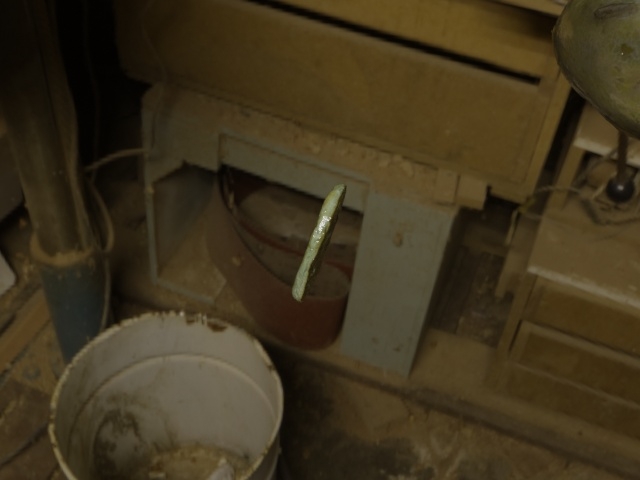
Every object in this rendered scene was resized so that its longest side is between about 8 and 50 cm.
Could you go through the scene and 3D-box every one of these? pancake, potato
[{"bbox_3d":[0.000,0.001,0.720,0.017,0.108,0.108,22,49,5],"label":"pancake"},{"bbox_3d":[0.337,-0.183,0.902,0.160,0.178,0.235,-32,49,-21],"label":"potato"}]
